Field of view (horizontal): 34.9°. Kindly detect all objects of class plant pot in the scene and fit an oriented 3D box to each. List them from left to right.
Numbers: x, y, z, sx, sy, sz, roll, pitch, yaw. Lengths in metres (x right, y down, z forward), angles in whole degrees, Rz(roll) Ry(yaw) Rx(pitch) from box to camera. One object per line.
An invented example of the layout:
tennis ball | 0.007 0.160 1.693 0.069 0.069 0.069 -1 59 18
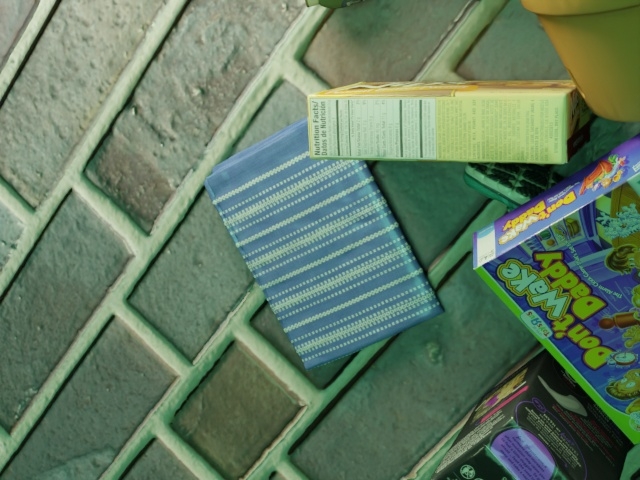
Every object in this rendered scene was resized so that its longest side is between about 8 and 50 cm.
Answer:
plant pot | 0.370 -0.263 1.112 0.290 0.291 0.203 -11 116 26

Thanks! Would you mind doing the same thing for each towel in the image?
towel | 0.000 0.000 1.466 0.243 0.040 0.336 -26 94 25

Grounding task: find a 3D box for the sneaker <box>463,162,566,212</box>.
sneaker | 0.291 -0.011 1.297 0.275 0.107 0.110 37 124 11

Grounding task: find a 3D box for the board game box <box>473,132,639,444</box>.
board game box | 0.378 0.070 1.211 0.233 0.078 0.347 -33 114 27

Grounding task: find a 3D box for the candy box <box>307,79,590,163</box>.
candy box | 0.163 -0.151 1.266 0.316 0.183 0.088 2 103 23

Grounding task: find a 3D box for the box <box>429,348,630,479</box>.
box | 0.272 0.268 1.278 0.165 0.270 0.143 48 117 6

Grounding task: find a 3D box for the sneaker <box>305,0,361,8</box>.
sneaker | 0.030 -0.400 1.334 0.086 0.064 0.192 7 102 6
